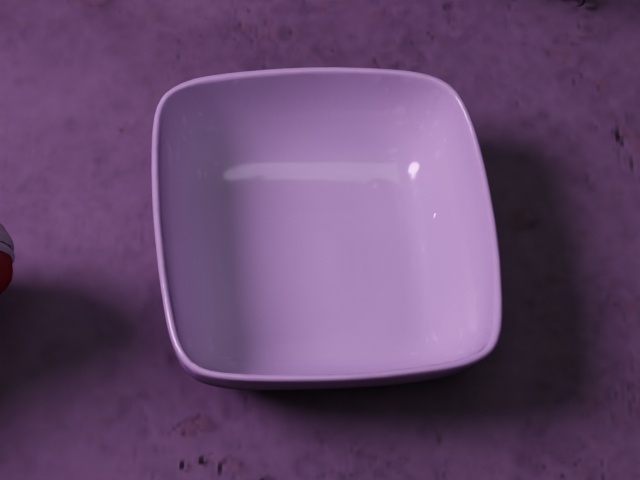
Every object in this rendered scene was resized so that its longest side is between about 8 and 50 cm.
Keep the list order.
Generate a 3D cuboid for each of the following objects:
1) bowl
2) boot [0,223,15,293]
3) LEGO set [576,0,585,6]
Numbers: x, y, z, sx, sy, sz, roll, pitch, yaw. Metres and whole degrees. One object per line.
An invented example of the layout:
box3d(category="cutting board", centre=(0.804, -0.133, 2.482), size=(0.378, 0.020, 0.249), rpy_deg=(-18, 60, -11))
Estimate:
box3d(category="bowl", centre=(0.000, 0.000, 0.765), size=(0.142, 0.053, 0.142), rpy_deg=(-3, 67, -9))
box3d(category="boot", centre=(-0.213, 0.091, 0.678), size=(0.244, 0.088, 0.176), rpy_deg=(-20, 71, -9))
box3d(category="LEGO set", centre=(0.144, -0.235, 0.856), size=(0.331, 0.192, 0.255), rpy_deg=(1, 96, -5))
